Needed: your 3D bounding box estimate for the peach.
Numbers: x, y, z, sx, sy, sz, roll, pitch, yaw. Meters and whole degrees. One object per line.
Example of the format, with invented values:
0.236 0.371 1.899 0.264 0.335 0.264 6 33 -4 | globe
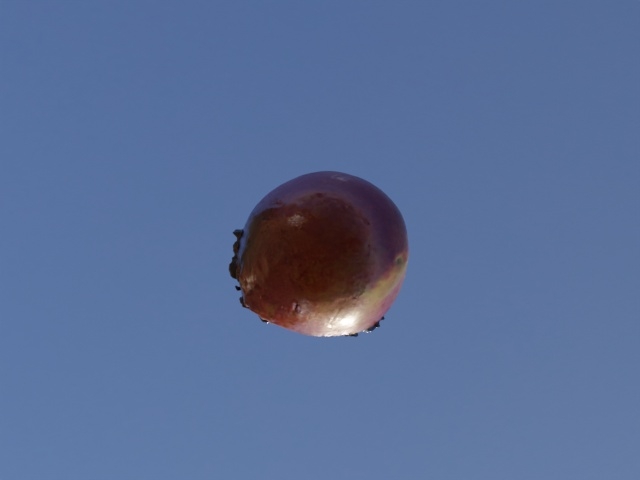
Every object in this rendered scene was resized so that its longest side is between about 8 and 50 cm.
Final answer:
0.001 -0.001 0.856 0.098 0.098 0.061 49 -34 20 | peach
